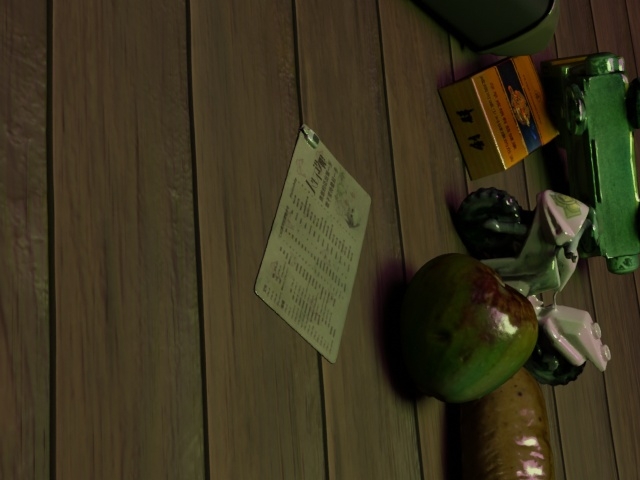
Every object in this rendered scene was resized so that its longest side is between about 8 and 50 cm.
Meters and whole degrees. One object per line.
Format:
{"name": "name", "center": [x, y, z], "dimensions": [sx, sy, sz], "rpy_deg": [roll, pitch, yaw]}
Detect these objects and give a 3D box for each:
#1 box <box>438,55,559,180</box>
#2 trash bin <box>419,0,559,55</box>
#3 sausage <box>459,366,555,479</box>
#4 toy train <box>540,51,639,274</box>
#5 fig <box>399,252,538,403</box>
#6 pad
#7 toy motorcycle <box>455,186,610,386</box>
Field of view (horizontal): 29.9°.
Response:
{"name": "box", "center": [0.284, -0.199, 1.878], "dimensions": [0.237, 0.070, 0.152], "rpy_deg": [-32, 102, -56]}
{"name": "trash bin", "center": [0.247, -0.418, 1.824], "dimensions": [0.290, 0.182, 0.210], "rpy_deg": [25, 57, -41]}
{"name": "sausage", "center": [0.246, 0.395, 1.530], "dimensions": [0.136, 0.123, 0.501], "rpy_deg": [83, 5, -70]}
{"name": "toy train", "center": [0.469, -0.131, 2.009], "dimensions": [0.237, 0.150, 0.369], "rpy_deg": [-117, -161, -79]}
{"name": "fig", "center": [0.184, 0.117, 1.525], "dimensions": [0.181, 0.181, 0.191], "rpy_deg": [47, 68, -32]}
{"name": "pad", "center": [0.000, 0.000, 1.450], "dimensions": [0.159, 0.009, 0.265], "rpy_deg": [46, 44, -35]}
{"name": "toy motorcycle", "center": [0.330, 0.059, 1.726], "dimensions": [0.327, 0.188, 0.143], "rpy_deg": [63, 29, -14]}
